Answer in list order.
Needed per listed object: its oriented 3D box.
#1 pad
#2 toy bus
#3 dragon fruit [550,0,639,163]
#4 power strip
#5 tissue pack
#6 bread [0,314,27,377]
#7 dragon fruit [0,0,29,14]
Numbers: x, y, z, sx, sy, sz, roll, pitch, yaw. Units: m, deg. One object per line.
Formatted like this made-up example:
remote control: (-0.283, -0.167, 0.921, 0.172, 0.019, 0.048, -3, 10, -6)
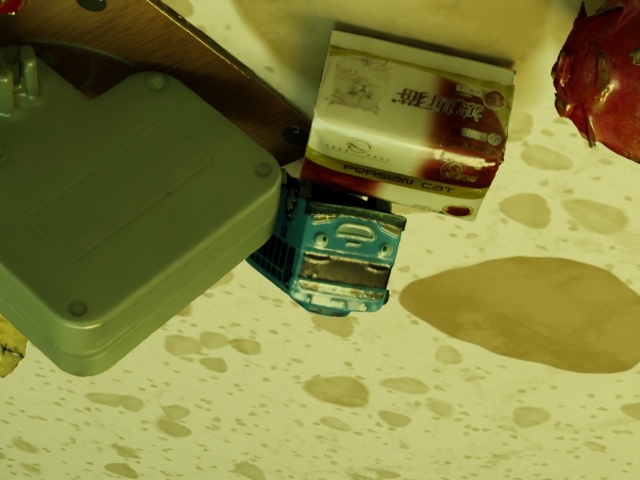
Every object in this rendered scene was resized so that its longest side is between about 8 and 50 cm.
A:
pad: (-0.184, -0.117, 1.257, 0.287, 0.018, 0.284, -20, 136, 40)
toy bus: (0.000, 0.000, 1.218, 0.090, 0.106, 0.185, 11, -174, -17)
dragon fruit: (0.241, -0.113, 0.990, 0.166, 0.136, 0.133, 20, 164, 15)
power strip: (-0.190, -0.059, 1.139, 0.261, 0.229, 0.141, 40, 150, 20)
tissue pack: (0.066, -0.087, 1.133, 0.149, 0.099, 0.106, 12, 150, -1)
bread: (-0.409, 0.047, 1.497, 0.129, 0.134, 0.260, -18, 144, 25)
dragon fruit: (-0.264, -0.237, 1.020, 0.094, 0.094, 0.190, -15, 128, 38)
